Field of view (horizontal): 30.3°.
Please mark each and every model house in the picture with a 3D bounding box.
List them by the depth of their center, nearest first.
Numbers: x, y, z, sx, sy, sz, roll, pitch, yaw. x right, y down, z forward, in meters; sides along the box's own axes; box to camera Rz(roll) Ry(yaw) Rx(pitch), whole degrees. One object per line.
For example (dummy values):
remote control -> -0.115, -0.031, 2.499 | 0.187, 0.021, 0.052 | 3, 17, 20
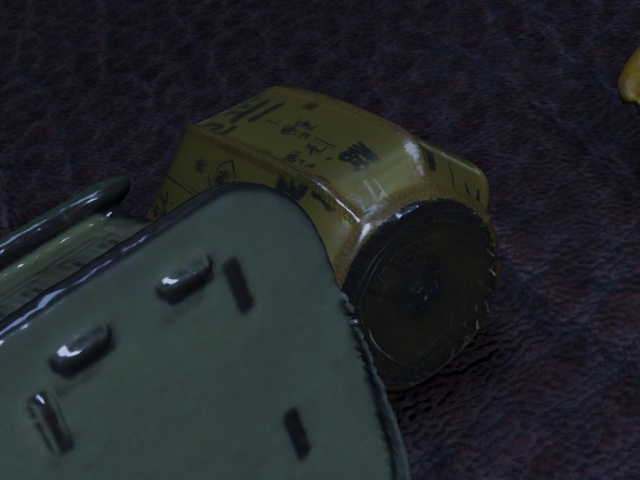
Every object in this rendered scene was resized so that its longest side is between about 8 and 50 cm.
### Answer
model house -> -0.136, 0.086, 0.548 | 0.218, 0.205, 0.278 | -34, 27, -32

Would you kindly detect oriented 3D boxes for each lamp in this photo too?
lamp -> 0.000, 0.000, 0.656 | 0.161, 0.161, 0.185 | -28, 32, -22

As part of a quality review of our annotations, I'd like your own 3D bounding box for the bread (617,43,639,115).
bread -> 0.302, -0.123, 0.761 | 0.174, 0.121, 0.245 | 9, 39, 33
